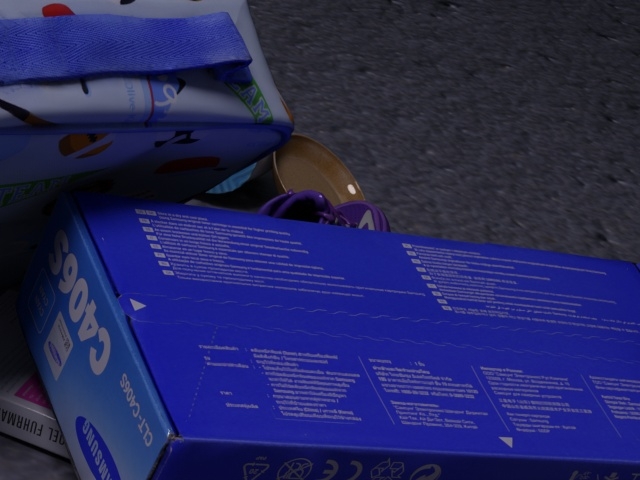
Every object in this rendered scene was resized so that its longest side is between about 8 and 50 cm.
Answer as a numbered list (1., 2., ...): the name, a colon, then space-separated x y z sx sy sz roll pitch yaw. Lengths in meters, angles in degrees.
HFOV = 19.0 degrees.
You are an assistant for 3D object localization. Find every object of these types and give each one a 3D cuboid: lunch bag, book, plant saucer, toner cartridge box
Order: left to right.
1. lunch bag: -0.166 -0.054 0.901 0.303 0.243 0.115 -9 75 -51
2. book: -0.108 0.073 0.921 0.144 0.035 0.096 21 24 10
3. plant saucer: -0.003 -0.031 1.242 0.083 0.015 0.083 33 35 -27
4. toner cartridge box: 0.043 0.071 0.914 0.348 0.075 0.165 7 34 -32

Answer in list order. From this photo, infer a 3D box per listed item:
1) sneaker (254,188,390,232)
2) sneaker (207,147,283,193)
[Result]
1. sneaker: 0.000 0.000 1.130 0.068 0.071 0.170 25 22 20
2. sneaker: -0.129 -0.100 1.277 0.229 0.087 0.092 30 16 12
